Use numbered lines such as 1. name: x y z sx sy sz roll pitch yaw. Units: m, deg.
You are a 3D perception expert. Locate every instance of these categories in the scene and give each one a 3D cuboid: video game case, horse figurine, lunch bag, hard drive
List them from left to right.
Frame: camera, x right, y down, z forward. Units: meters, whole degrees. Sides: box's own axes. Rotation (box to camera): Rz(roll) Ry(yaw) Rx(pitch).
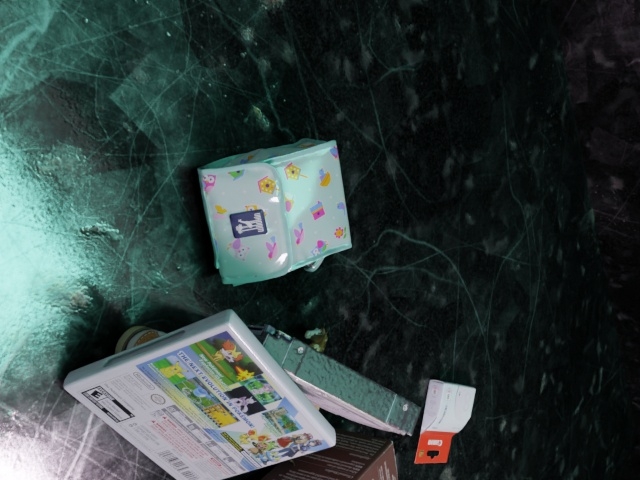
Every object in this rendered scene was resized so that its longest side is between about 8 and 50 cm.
1. video game case: -0.180 0.269 0.919 0.329 0.299 0.036 57 19 -32
2. lunch bag: -0.088 -0.057 1.065 0.262 0.160 0.224 -20 111 -32
3. horse figurine: -0.054 0.315 1.195 0.174 0.066 0.264 -9 96 -41
4. hard drive: -0.017 0.247 1.042 0.338 0.236 0.064 34 69 -24

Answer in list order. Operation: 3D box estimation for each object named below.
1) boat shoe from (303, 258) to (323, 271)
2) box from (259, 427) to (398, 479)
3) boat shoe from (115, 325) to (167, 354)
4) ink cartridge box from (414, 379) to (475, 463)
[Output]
1. boat shoe: 0.000 0.000 1.238 0.040 0.049 0.142 45 64 -38
2. box: -0.018 0.524 1.121 0.381 0.191 0.143 -20 106 -52
3. boat shoe: -0.210 0.250 0.997 0.302 0.103 0.113 42 64 -40
4. ink cartridge box: 0.361 0.525 1.658 0.189 0.066 0.233 22 73 -45
